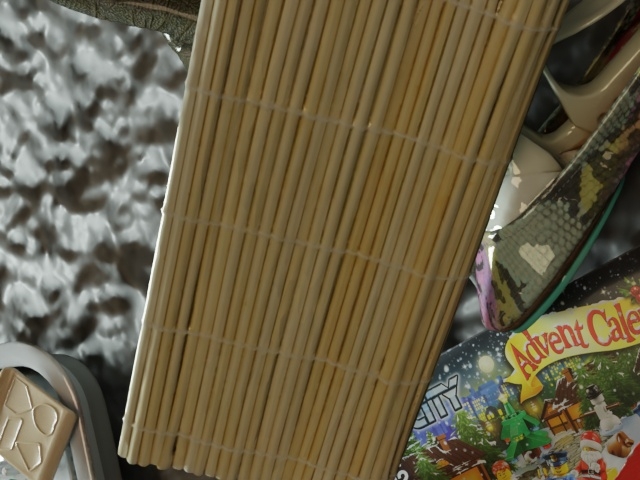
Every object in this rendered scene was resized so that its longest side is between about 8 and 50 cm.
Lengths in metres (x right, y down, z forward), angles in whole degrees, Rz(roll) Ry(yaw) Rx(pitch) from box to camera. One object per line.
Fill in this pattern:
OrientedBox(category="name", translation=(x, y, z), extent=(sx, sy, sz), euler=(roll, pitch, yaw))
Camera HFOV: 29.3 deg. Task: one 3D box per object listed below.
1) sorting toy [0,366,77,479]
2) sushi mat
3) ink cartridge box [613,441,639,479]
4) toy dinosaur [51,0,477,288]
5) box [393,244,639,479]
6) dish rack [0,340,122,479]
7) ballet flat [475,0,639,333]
OrientedBox(category="sorting toy", translation=(-0.190, 0.129, 0.782), extent=(0.062, 0.012, 0.083), euler=(29, 106, 22))
OrientedBox(category="sushi mat", translation=(0.000, 0.000, 0.575), extent=(0.151, 0.019, 0.316), euler=(12, 122, -6))
OrientedBox(category="ink cartridge box", translation=(0.252, 0.120, 0.509), extent=(0.224, 0.056, 0.181), euler=(27, 112, 1))
OrientedBox(category="toy dinosaur", translation=(-0.013, -0.092, 0.610), extent=(0.121, 0.313, 0.160), euler=(-49, 43, -1))
OrientedBox(category="box", translation=(0.134, 0.111, 0.633), extent=(0.233, 0.044, 0.159), euler=(-34, 78, 31))
OrientedBox(category="dish rack", translation=(-0.225, 0.241, 0.864), extent=(0.285, 0.072, 0.333), euler=(-13, 89, 34))
OrientedBox(category="ballet flat", translation=(0.124, -0.060, 0.581), extent=(0.079, 0.077, 0.221), euler=(31, 106, -19))
